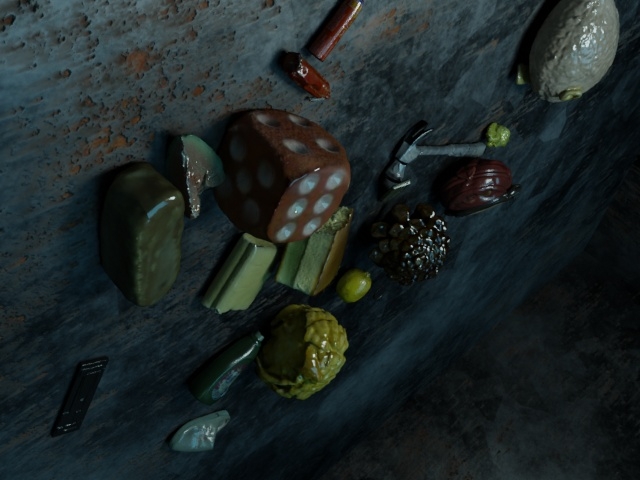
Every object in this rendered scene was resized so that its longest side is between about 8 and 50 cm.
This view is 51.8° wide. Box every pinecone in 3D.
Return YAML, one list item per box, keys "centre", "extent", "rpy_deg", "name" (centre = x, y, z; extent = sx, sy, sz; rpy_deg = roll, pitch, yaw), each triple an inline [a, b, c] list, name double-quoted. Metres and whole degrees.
- centre: [0.231, 0.005, 1.700]
  extent: [0.201, 0.202, 0.229]
  rpy_deg: [-53, 143, -45]
  name: "pinecone"

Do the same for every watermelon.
- centre: [-0.198, -0.108, 1.041]
  extent: [0.101, 0.080, 0.155]
  rpy_deg: [-24, 126, -17]
  name: "watermelon"

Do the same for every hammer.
- centre: [0.312, -0.222, 1.672]
  extent: [0.426, 0.044, 0.152]
  rpy_deg: [-8, 134, -53]
  name: "hammer"

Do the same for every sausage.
- centre: [0.031, -0.356, 1.086]
  extent: [0.129, 0.034, 0.034]
  rpy_deg: [-51, 153, 9]
  name: "sausage"

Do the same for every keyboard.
- centre: [0.176, -0.119, 1.576]
  extent: [0.049, 0.015, 0.129]
  rpy_deg: [-20, 173, -12]
  name: "keyboard"
- centre: [-0.469, 0.306, 1.282]
  extent: [0.061, 0.013, 0.205]
  rpy_deg: [-7, 134, -51]
  name: "keyboard"

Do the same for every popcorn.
- centre: [-0.044, 0.270, 1.641]
  extent: [0.190, 0.250, 0.250]
  rpy_deg: [39, 95, -29]
  name: "popcorn"
- centre: [0.482, -0.291, 1.806]
  extent: [0.083, 0.060, 0.068]
  rpy_deg: [19, 143, -37]
  name: "popcorn"

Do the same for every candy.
- centre: [-0.279, -0.007, 1.035]
  extent: [0.102, 0.104, 0.234]
  rpy_deg: [-32, 150, -37]
  name: "candy"

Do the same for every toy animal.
- centre: [0.619, -0.469, 1.618]
  extent: [0.226, 0.188, 0.358]
  rpy_deg: [-44, 153, -19]
  name: "toy animal"

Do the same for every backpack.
- centre: [0.424, -0.149, 1.804]
  extent: [0.229, 0.139, 0.229]
  rpy_deg: [-17, 170, -3]
  name: "backpack"

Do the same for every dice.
- centre: [-0.065, -0.110, 1.126]
  extent: [0.173, 0.179, 0.175]
  rpy_deg: [-12, 135, -48]
  name: "dice"

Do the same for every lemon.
- centre: [0.091, 0.117, 1.762]
  extent: [0.111, 0.082, 0.082]
  rpy_deg: [-48, 154, 18]
  name: "lemon"

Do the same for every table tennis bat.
- centre: [0.185, 0.169, 2.049]
  extent: [0.050, 0.007, 0.083]
  rpy_deg: [-40, 151, -14]
  name: "table tennis bat"

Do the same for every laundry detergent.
- centre: [-0.216, 0.304, 1.595]
  extent: [0.211, 0.063, 0.137]
  rpy_deg: [-45, 157, -9]
  name: "laundry detergent"

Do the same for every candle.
- centre: [-0.019, -0.267, 1.120]
  extent: [0.048, 0.053, 0.162]
  rpy_deg: [-46, 156, 10]
  name: "candle"

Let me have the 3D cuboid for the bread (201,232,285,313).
- centre: [-0.153, 0.067, 1.363]
  extent: [0.139, 0.060, 0.178]
  rpy_deg: [0, 127, -56]
  name: "bread"

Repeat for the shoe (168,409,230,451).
- centre: [-0.303, 0.510, 1.730]
  extent: [0.195, 0.078, 0.079]
  rpy_deg: [-15, 140, -52]
  name: "shoe"

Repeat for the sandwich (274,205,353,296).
- centre: [0.000, 0.000, 1.417]
  extent: [0.220, 0.108, 0.186]
  rpy_deg: [-34, 145, -72]
  name: "sandwich"
